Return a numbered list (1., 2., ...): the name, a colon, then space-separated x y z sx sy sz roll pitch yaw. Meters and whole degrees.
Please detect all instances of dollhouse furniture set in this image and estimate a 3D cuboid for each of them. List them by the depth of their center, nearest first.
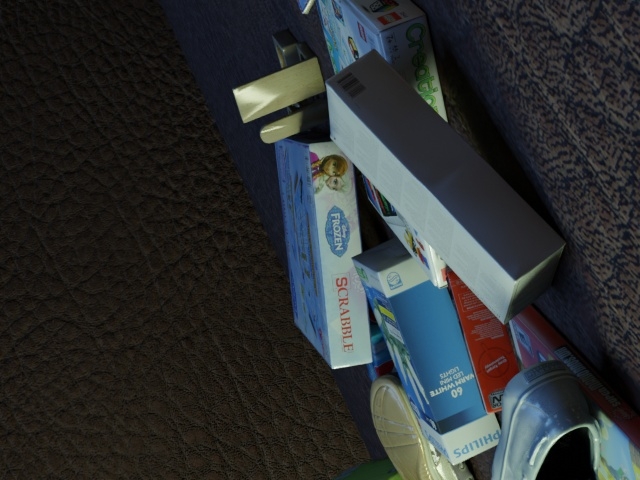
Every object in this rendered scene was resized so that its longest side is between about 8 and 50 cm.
1. dollhouse furniture set: -0.070 -0.214 1.660 0.151 0.123 0.144 -121 11 -49

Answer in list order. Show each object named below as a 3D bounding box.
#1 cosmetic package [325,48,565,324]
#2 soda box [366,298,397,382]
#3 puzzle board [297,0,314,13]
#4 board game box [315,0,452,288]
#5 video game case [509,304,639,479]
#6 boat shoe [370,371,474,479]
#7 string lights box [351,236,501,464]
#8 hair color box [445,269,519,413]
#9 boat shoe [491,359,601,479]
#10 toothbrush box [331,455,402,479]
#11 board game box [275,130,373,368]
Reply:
1. cosmetic package: 0.101 -0.047 0.982 0.239 0.060 0.099 49 165 20
2. soda box: 0.106 0.169 1.789 0.210 0.067 0.071 75 169 -51
3. puzzle board: -0.012 -0.298 1.142 0.096 0.011 0.128 -58 35 35
4. board game box: 0.074 -0.122 1.171 0.193 0.053 0.305 -123 12 -52
5. video game case: 0.249 0.198 0.997 0.285 0.025 0.204 -126 15 -60
6. boat shoe: 0.162 0.310 1.701 0.103 0.092 0.285 -7 111 57
7. string lights box: 0.133 0.132 1.435 0.133 0.077 0.259 -151 38 -76
8. hair color box: 0.161 0.095 1.132 0.072 0.043 0.141 48 -154 -81
9. boat shoe: 0.194 0.196 0.974 0.227 0.079 0.081 79 171 -47
10. toothbrush box: 0.070 0.431 1.801 0.283 0.206 0.122 -17 -97 -57
11. board game box: 0.000 0.000 1.738 0.318 0.066 0.318 -143 47 -76
